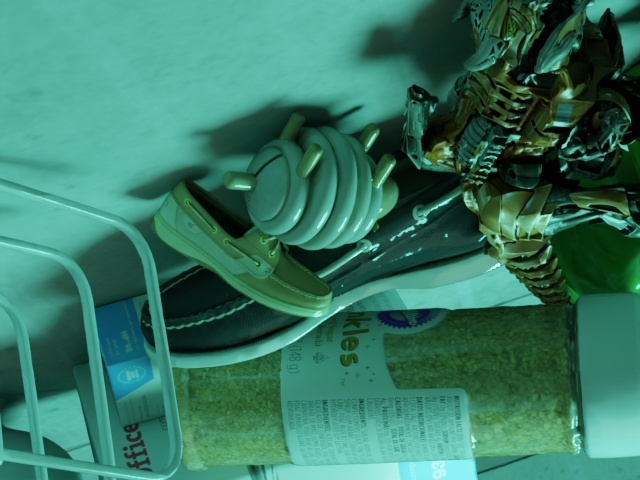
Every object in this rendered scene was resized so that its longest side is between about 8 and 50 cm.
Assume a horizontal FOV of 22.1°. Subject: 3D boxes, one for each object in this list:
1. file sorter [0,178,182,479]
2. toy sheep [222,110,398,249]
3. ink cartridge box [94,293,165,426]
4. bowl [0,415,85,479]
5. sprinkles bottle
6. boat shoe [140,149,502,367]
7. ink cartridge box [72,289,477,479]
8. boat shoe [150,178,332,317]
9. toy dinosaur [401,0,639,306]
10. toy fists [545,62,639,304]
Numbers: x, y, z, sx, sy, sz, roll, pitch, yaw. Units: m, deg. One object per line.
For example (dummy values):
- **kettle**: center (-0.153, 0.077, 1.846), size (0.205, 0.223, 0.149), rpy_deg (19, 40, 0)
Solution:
- **file sorter**: center (-0.242, 0.102, 1.025), size (0.277, 0.193, 0.173), rpy_deg (-29, 150, 33)
- **toy sheep**: center (-0.005, -0.036, 1.075), size (0.132, 0.091, 0.091), rpy_deg (9, 151, -31)
- **ink cartridge box**: center (-0.092, 0.083, 1.360), size (0.180, 0.060, 0.104), rpy_deg (-15, 146, -9)
- **bowl**: center (-0.351, 0.242, 1.516), size (0.298, 0.134, 0.298), rpy_deg (-17, 163, -5)
- **sprinkles bottle**: center (0.067, 0.108, 1.226), size (0.355, 0.121, 0.121), rpy_deg (-4, 166, 10)
- **boat shoe**: center (0.000, 0.000, 1.180), size (0.302, 0.114, 0.091), rpy_deg (-22, 123, 3)
- **ink cartridge box**: center (-0.043, 0.175, 1.436), size (0.307, 0.223, 0.129), rpy_deg (-15, 123, -10)
- **boat shoe**: center (-0.048, 0.005, 1.104), size (0.045, 0.135, 0.050), rpy_deg (-61, -178, 21)
- **toy dinosaur**: center (0.158, -0.067, 1.044), size (0.218, 0.164, 0.322), rpy_deg (-10, 165, -3)
- **toy fists**: center (0.250, -0.037, 1.231), size (0.096, 0.142, 0.279), rpy_deg (-7, 161, -33)
